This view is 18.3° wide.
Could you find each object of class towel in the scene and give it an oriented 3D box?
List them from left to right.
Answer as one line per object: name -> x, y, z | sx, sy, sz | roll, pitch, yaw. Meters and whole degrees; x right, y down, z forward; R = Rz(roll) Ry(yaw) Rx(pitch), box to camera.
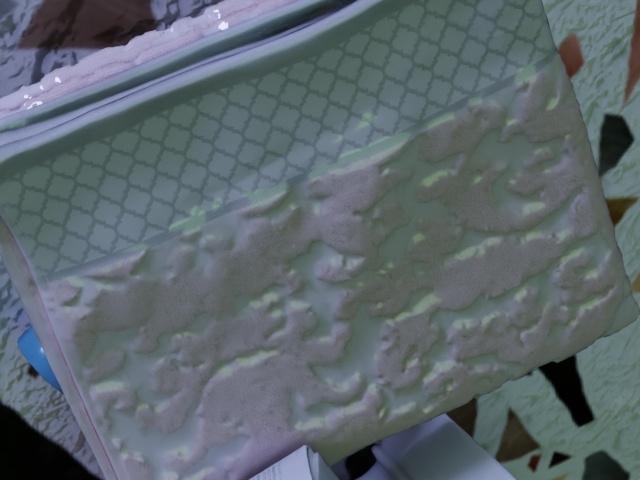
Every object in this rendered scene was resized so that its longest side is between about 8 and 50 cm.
towel -> 0.000, 0.000, 1.106 | 0.331, 0.053, 0.317 | -24, 129, -4

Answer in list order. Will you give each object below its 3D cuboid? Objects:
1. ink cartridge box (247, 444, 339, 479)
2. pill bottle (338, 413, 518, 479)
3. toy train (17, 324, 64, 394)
ink cartridge box -> -0.037, 0.207, 1.145 | 0.150, 0.063, 0.109 | -32, 107, 6
pill bottle -> -0.009, 0.305, 1.292 | 0.408, 0.229, 0.229 | -47, 127, -1
toy train -> -0.060, 0.076, 1.234 | 0.143, 0.105, 0.248 | -43, 128, 9
